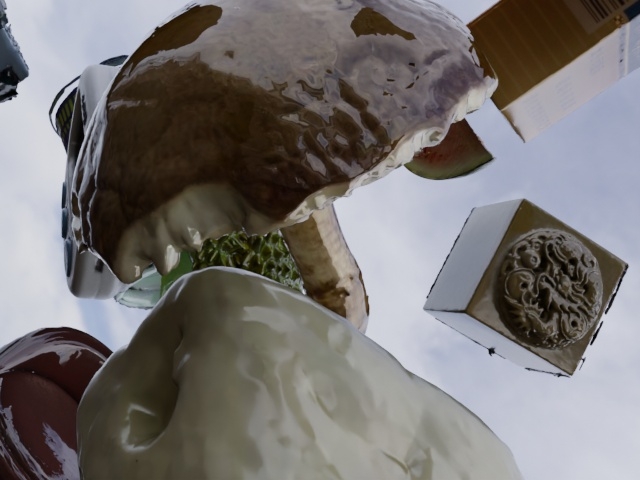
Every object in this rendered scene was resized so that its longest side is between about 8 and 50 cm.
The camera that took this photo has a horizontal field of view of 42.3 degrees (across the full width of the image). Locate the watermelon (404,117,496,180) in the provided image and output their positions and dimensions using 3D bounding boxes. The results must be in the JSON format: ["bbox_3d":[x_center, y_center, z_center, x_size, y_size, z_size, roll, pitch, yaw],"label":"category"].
[{"bbox_3d":[0.126,-0.116,0.883,0.087,0.069,0.163,-46,-122,30],"label":"watermelon"}]

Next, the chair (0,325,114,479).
[{"bbox_3d":[-0.377,0.276,0.857,0.227,0.401,0.226,53,1,-2],"label":"chair"}]

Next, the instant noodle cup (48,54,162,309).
[{"bbox_3d":[-0.243,-0.073,1.249,0.284,0.284,0.313,126,-48,-57],"label":"instant noodle cup"}]

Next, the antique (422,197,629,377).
[{"bbox_3d":[0.225,0.053,0.903,0.151,0.147,0.148,30,-11,-10],"label":"antique"}]

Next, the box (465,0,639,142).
[{"bbox_3d":[0.213,-0.168,0.562,0.237,0.152,0.070,-33,-103,15],"label":"box"}]

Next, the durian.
[{"bbox_3d":[-0.100,0.035,0.998,0.176,0.200,0.237,33,-46,-12],"label":"durian"}]

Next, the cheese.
[{"bbox_3d":[0.006,0.171,0.407,0.174,0.247,0.251,-47,-150,21],"label":"cheese"}]

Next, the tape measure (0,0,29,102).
[{"bbox_3d":[-0.177,-0.117,0.380,0.094,0.054,0.091,60,-15,9],"label":"tape measure"}]

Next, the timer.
[{"bbox_3d":[-0.258,-0.070,0.997,0.262,0.087,0.237,-115,-142,-49],"label":"timer"}]

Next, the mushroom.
[{"bbox_3d":[0.006,-0.035,0.495,0.232,0.208,0.301,7,-16,32],"label":"mushroom"}]
